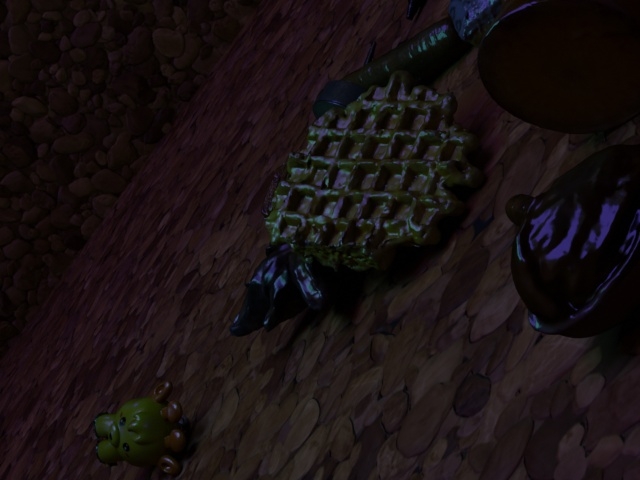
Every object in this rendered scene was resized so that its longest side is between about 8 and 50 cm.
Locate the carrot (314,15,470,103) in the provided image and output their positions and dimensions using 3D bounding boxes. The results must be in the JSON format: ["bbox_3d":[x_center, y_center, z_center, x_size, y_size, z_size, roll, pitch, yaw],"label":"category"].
[{"bbox_3d":[0.104,-0.257,2.161,0.342,0.070,0.070,-23,36,47],"label":"carrot"}]

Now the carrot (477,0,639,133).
[{"bbox_3d":[0.285,-0.262,1.488,0.196,0.196,0.254,-38,24,49],"label":"carrot"}]

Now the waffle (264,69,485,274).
[{"bbox_3d":[0.065,-0.075,1.807,0.307,0.060,0.312,-43,40,8],"label":"waffle"}]

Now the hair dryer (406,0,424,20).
[{"bbox_3d":[0.174,-0.458,2.453,0.195,0.050,0.173,-65,15,-15],"label":"hair dryer"}]

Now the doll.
[{"bbox_3d":[-0.267,0.301,2.183,0.221,0.135,0.143,-23,69,53],"label":"doll"}]

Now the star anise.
[{"bbox_3d":[0.001,0.003,1.952,0.349,0.109,0.292,-18,44,57],"label":"star anise"}]

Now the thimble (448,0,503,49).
[{"bbox_3d":[0.245,-0.305,1.789,0.118,0.127,0.151,-47,24,35],"label":"thimble"}]

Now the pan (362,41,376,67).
[{"bbox_3d":[0.067,-0.225,2.300,0.202,0.048,0.128,-57,17,4],"label":"pan"}]

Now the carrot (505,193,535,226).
[{"bbox_3d":[0.235,-0.025,1.457,0.036,0.035,0.165,-58,18,-3],"label":"carrot"}]

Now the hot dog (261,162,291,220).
[{"bbox_3d":[-0.071,-0.085,2.472,0.049,0.037,0.122,-13,51,52],"label":"hot dog"}]

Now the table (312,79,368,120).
[{"bbox_3d":[0.056,-0.184,2.102,0.043,0.133,0.133,-59,16,-16],"label":"table"}]

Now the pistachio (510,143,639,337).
[{"bbox_3d":[0.246,-0.009,1.227,0.210,0.130,0.165,-51,12,-10],"label":"pistachio"}]
